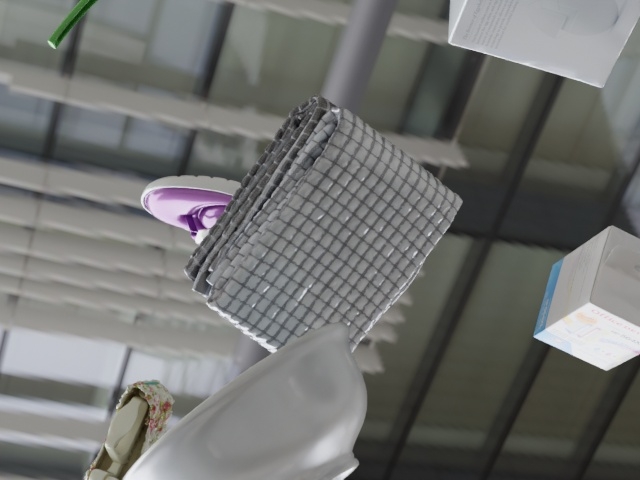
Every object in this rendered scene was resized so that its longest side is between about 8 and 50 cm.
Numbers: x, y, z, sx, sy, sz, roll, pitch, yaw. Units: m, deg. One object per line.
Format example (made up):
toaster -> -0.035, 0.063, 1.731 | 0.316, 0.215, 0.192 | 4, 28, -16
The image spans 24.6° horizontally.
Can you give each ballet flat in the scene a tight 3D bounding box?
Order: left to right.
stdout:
ballet flat -> -0.268, 0.290, 1.924 | 0.091, 0.240, 0.077 | 13, 165, 23

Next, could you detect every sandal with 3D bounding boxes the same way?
sandal -> -0.095, -0.001, 2.330 | 0.416, 0.169, 0.102 | 16, -121, 5

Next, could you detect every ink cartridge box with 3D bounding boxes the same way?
ink cartridge box -> 0.292, 0.057, 1.467 | 0.092, 0.143, 0.089 | 25, -114, -8

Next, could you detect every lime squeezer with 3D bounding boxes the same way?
lime squeezer -> -0.212, -0.338, 1.857 | 0.310, 0.059, 0.110 | -22, -101, -7

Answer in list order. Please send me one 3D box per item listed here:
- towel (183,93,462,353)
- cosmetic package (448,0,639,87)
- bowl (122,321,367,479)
towel -> 0.000, 0.000, 1.728 | 0.235, 0.283, 0.121 | 35, -179, -39
cosmetic package -> 0.311, -0.354, 1.956 | 0.225, 0.224, 0.138 | 15, -138, -8
bowl -> -0.054, 0.227, 1.567 | 0.298, 0.298, 0.134 | -24, -106, -50
